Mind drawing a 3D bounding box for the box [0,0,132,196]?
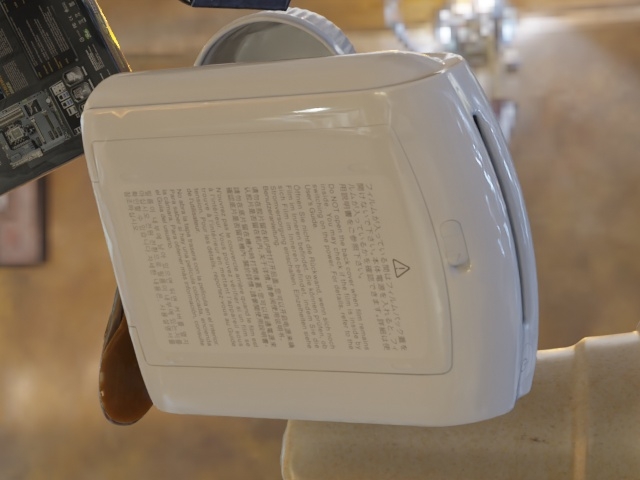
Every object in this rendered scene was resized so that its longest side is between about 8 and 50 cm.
[{"bbox_3d":[-0.296,-0.180,1.841,0.183,0.233,0.059,-27,4,8],"label":"box"}]

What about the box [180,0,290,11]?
[{"bbox_3d":[-0.110,-0.265,1.586,0.156,0.093,0.158,30,19,24],"label":"box"}]

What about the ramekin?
[{"bbox_3d":[-0.045,-0.182,2.253,0.207,0.207,0.109,-4,20,16],"label":"ramekin"}]

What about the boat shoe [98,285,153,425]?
[{"bbox_3d":[-0.197,0.105,2.034,0.073,0.207,0.073,14,-22,-8],"label":"boat shoe"}]

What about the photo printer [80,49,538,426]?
[{"bbox_3d":[0.000,0.000,1.273,0.307,0.256,0.107,-2,20,35],"label":"photo printer"}]

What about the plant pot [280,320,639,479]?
[{"bbox_3d":[0.125,0.224,1.606,0.305,0.334,0.334,3,-8,6],"label":"plant pot"}]
